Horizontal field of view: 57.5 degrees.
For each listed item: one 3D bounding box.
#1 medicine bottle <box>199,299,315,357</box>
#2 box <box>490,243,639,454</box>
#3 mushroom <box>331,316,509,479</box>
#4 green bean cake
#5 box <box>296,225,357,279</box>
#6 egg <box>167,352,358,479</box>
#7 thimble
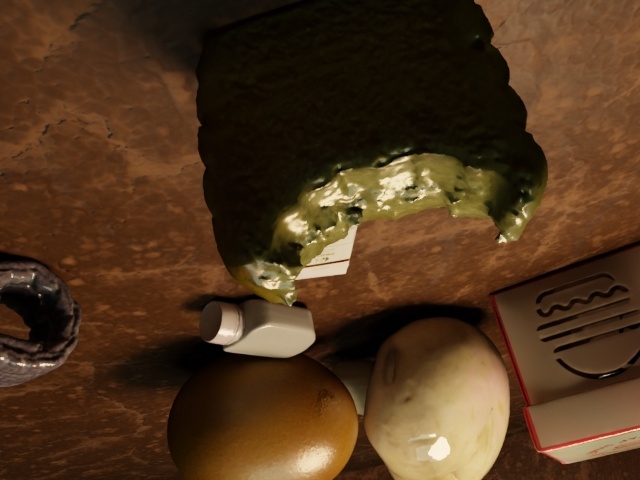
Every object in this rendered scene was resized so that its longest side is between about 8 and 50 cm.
[{"bbox_3d":[-0.104,0.145,0.958,0.183,0.069,0.119,16,142,-41],"label":"medicine bottle"},{"bbox_3d":[0.533,0.227,1.093,0.314,0.300,0.312,-22,149,20],"label":"box"},{"bbox_3d":[0.203,0.335,1.140,0.353,0.325,0.353,-14,157,-6],"label":"mushroom"},{"bbox_3d":[0.031,-0.074,0.465,0.236,0.233,0.124,-14,156,6],"label":"green bean cake"},{"bbox_3d":[0.000,0.000,0.773,0.084,0.040,0.154,-9,152,-10],"label":"box"},{"bbox_3d":[-0.106,0.338,1.073,0.351,0.282,0.282,-4,152,13],"label":"egg"},{"bbox_3d":[-0.378,0.103,0.710,0.098,0.150,0.150,-28,147,29],"label":"thimble"}]
